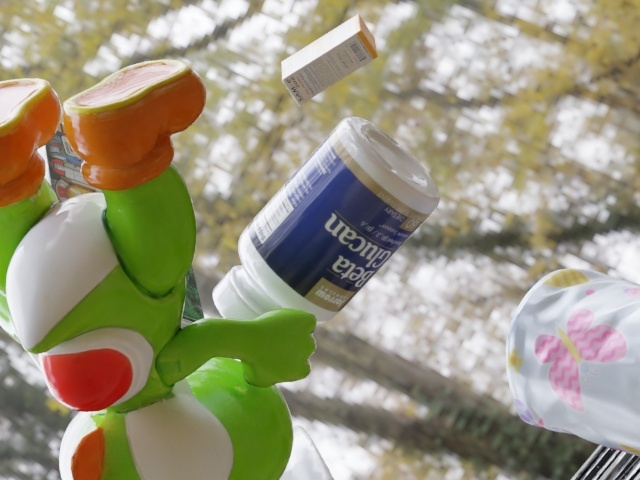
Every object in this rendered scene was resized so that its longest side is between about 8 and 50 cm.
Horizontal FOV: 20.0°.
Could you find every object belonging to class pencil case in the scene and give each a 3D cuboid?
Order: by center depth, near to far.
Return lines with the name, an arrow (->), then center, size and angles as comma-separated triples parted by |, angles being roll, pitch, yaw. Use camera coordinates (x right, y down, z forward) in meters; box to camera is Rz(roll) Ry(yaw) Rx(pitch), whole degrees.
pencil case -> 0.252, 0.091, 1.204 | 0.113, 0.273, 0.124 | 29, -103, -42

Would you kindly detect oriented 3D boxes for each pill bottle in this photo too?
pill bottle -> 0.000, 0.000, 1.323 | 0.169, 0.094, 0.094 | -48, -31, 17

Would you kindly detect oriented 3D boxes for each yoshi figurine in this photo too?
yoshi figurine -> -0.113, 0.060, 1.205 | 0.203, 0.203, 0.362 | -20, -69, -19

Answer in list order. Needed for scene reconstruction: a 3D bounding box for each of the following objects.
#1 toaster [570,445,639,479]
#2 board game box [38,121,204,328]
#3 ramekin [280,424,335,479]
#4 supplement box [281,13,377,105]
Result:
toaster -> 0.263, 0.218, 1.412 | 0.186, 0.110, 0.168 | -51, 4, 7
board game box -> -0.183, -0.014, 1.607 | 0.136, 0.260, 0.030 | 22, -63, -27
ramekin -> -0.019, 0.316, 1.609 | 0.135, 0.277, 0.277 | -25, -43, -6
supplement box -> 0.009, -0.188, 1.884 | 0.098, 0.062, 0.036 | -31, -69, 12
